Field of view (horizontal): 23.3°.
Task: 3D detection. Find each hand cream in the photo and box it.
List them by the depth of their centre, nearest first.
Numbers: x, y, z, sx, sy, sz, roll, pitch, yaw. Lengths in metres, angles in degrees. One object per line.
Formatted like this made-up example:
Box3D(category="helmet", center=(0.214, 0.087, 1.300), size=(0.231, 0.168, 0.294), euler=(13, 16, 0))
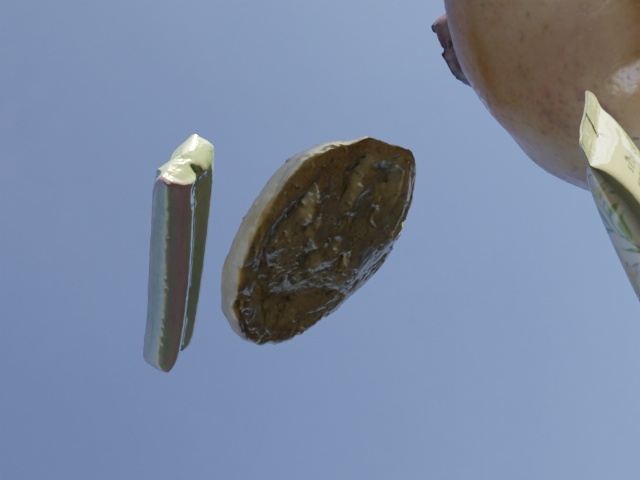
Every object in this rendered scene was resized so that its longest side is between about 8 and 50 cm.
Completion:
Box3D(category="hand cream", center=(0.148, 0.032, 0.613), size=(0.194, 0.042, 0.067), euler=(57, -152, -14))

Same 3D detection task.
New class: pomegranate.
Box3D(category="pomegranate", center=(0.268, -0.210, 1.213), size=(0.417, 0.417, 0.416), euler=(-4, -84, -50))

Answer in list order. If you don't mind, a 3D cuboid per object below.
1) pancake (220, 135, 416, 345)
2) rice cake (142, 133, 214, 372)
Box3D(category="pancake", center=(0.001, 0.001, 0.921), size=(0.152, 0.025, 0.151), euler=(-31, -39, -29))
Box3D(category="rice cake", center=(-0.128, 0.018, 1.375), size=(0.080, 0.042, 0.221), euler=(-65, -12, -52))
